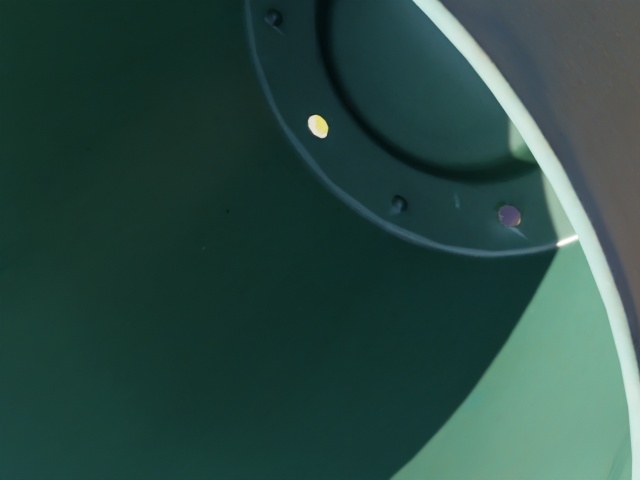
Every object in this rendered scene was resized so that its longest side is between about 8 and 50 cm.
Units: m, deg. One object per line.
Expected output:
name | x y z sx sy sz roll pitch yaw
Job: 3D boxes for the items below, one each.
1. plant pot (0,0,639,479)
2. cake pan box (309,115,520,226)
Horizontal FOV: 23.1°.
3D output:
plant pot | -0.004 -0.021 0.490 0.293 0.235 0.293 15 123 24
cake pan box | 0.000 0.000 0.900 0.246 0.266 0.070 -16 127 47
